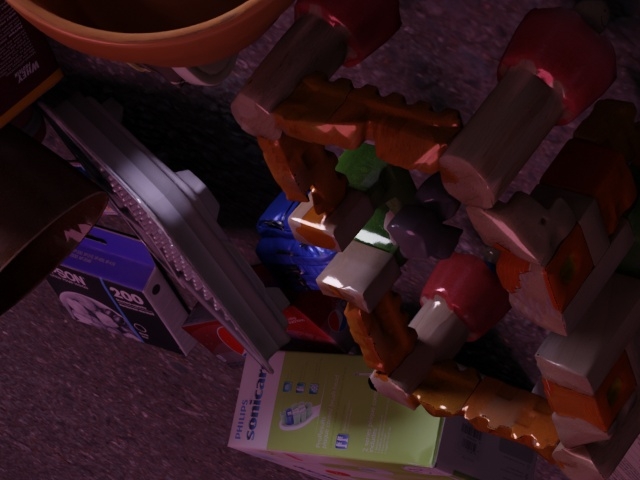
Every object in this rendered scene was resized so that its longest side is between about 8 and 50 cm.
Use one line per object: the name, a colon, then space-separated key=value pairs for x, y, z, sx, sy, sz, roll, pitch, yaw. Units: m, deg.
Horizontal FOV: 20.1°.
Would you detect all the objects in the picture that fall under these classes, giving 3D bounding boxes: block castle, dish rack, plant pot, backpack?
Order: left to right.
plant pot: x=-0.387 y=-0.056 z=1.957 sx=0.230 sy=0.215 sz=0.215 roll=45 pitch=155 yaw=5
plant pot: x=-0.120 y=-0.255 z=1.381 sx=0.291 sy=0.291 sz=0.203 roll=29 pitch=170 yaw=9
dish rack: x=-0.155 y=-0.023 z=1.931 sx=0.333 sy=0.072 sz=0.285 roll=42 pitch=169 yaw=50
backpack: x=0.000 y=0.000 z=1.871 sx=0.120 sy=0.098 sz=0.101 roll=9 pitch=145 yaw=43
block castle: x=0.148 y=-0.022 z=1.544 sx=0.303 sy=0.213 sz=0.453 roll=19 pitch=149 yaw=38

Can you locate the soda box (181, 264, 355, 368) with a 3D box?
soda box: x=-0.051 y=0.083 z=2.092 sx=0.092 sy=0.083 sz=0.263 roll=42 pitch=152 yaw=-21

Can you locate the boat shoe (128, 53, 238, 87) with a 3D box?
boat shoe: x=-0.193 y=-0.258 z=1.622 sx=0.096 sy=0.116 sz=0.324 roll=6 pitch=149 yaw=39

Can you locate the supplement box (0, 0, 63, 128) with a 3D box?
supplement box: x=-0.390 y=-0.192 z=1.815 sx=0.129 sy=0.191 sz=0.194 roll=43 pitch=166 yaw=24

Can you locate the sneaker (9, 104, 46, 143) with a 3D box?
sneaker: x=-0.460 y=-0.188 z=2.085 sx=0.314 sy=0.116 sz=0.136 roll=13 pitch=139 yaw=22

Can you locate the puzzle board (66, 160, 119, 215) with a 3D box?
puzzle board: x=-0.297 y=-0.061 z=2.204 sx=0.128 sy=0.011 sz=0.096 roll=2 pitch=141 yaw=48

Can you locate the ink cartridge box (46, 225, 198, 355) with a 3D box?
ink cartridge box: x=-0.277 y=0.054 z=2.348 sx=0.206 sy=0.045 sz=0.208 roll=16 pitch=148 yaw=33

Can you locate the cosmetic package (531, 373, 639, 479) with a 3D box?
cosmetic package: x=0.367 y=0.162 z=1.722 sx=0.160 sy=0.113 sz=0.309 roll=46 pitch=152 yaw=-26

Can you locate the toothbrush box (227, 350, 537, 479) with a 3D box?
toothbrush box: x=0.074 y=0.207 z=2.017 sx=0.283 sy=0.122 sz=0.206 roll=2 pitch=164 yaw=37
